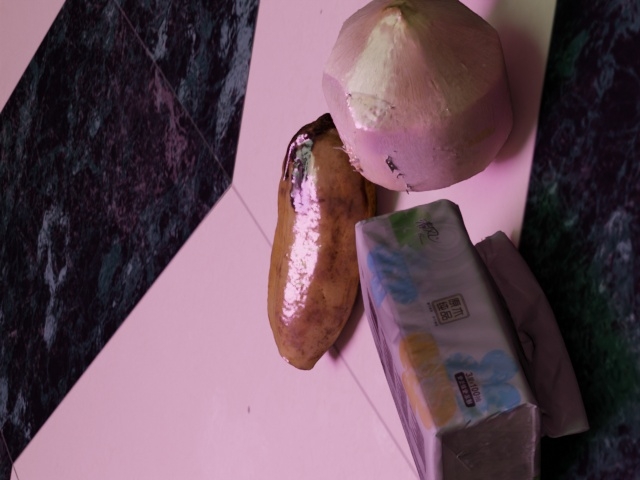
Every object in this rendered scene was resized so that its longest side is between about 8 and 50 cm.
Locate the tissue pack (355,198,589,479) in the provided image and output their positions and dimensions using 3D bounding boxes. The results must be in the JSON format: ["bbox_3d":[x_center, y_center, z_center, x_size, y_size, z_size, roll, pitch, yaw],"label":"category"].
[{"bbox_3d":[0.129,0.096,1.476,0.159,0.145,0.229,80,174,-49],"label":"tissue pack"}]

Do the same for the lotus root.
[{"bbox_3d":[0.000,0.000,1.760,0.110,0.097,0.259,-131,47,-63],"label":"lotus root"}]

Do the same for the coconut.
[{"bbox_3d":[0.080,-0.135,1.539,0.183,0.170,0.171,62,-171,-52],"label":"coconut"}]
